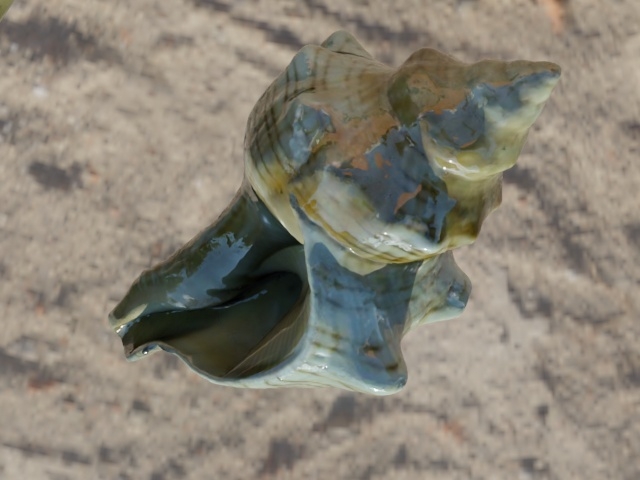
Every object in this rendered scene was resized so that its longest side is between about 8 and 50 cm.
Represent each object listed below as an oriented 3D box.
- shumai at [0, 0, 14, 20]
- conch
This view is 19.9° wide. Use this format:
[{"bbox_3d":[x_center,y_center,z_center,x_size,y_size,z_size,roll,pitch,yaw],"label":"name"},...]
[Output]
[{"bbox_3d":[-0.225,-0.180,1.080,0.283,0.346,0.217,-26,136,4],"label":"shumai"},{"bbox_3d":[0.013,0.002,1.104,0.169,0.203,0.386,14,142,-23],"label":"conch"}]
